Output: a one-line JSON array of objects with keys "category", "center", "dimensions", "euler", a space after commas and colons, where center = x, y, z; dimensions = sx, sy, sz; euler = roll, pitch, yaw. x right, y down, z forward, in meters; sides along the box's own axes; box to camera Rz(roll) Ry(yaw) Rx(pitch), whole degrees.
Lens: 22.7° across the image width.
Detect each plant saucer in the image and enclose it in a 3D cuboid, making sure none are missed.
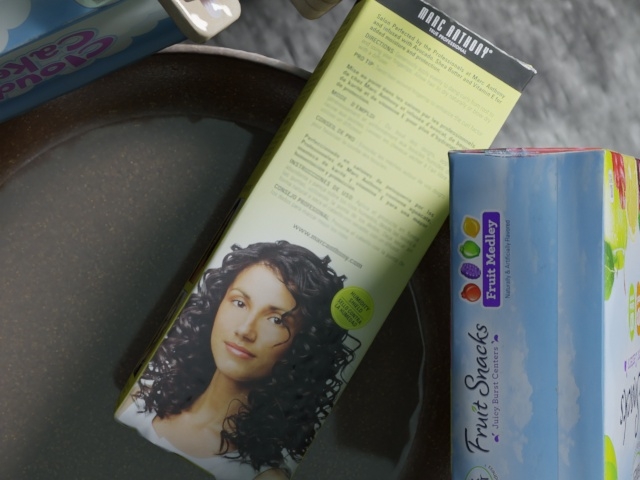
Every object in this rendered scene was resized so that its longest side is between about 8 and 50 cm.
[{"category": "plant saucer", "center": [-0.067, 0.063, 0.774], "dimensions": [0.310, 0.050, 0.311], "euler": [0, 91, -6]}]

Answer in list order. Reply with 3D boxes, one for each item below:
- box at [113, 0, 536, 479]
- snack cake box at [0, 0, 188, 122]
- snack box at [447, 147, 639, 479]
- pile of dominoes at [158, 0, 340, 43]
[{"category": "box", "center": [0.000, 0.000, 0.729], "dimensions": [0.087, 0.058, 0.232], "euler": [30, 87, -7]}, {"category": "snack cake box", "center": [-0.195, -0.117, 0.700], "dimensions": [0.264, 0.089, 0.152], "euler": [-24, 81, 4]}, {"category": "snack box", "center": [0.108, 0.048, 0.714], "dimensions": [0.070, 0.207, 0.175], "euler": [0, 90, 18]}, {"category": "pile of dominoes", "center": [-0.049, -0.214, 0.666], "dimensions": [0.251, 0.040, 0.196], "euler": [53, 49, -5]}]
